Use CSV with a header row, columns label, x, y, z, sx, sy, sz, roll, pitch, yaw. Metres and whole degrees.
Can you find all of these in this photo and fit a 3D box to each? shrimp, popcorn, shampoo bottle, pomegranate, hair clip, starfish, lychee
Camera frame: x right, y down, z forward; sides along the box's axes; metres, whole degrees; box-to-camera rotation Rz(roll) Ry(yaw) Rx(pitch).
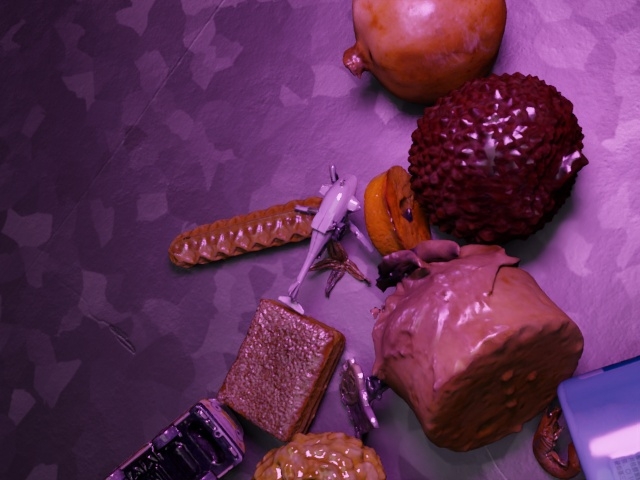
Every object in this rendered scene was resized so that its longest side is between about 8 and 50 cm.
label,x,y,z,sx,sy,sz,roll,pitch,yaw
shrimp,0.412,0.358,1.324,0.045,0.162,0.095,-16,39,-18
popcorn,-0.003,0.470,1.385,0.270,0.224,0.258,22,90,33
shampoo bottle,0.583,0.326,1.172,0.342,0.331,0.331,-22,78,14
pomegranate,0.202,-0.394,1.402,0.307,0.307,0.307,-2,83,17
hair clip,0.078,0.291,1.424,0.056,0.187,0.146,-6,66,-25
starfish,0.044,0.054,1.525,0.130,0.041,0.133,25,113,2
lychee,0.308,-0.145,1.338,0.330,0.306,0.306,15,87,41

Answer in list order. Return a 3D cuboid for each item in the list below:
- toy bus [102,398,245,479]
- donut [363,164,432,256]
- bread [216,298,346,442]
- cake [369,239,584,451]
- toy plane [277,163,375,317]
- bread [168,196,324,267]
label,x,y,z,sx,sy,sz,roll,pitch,yaw
toy bus,-0.287,0.443,1.501,0.305,0.179,0.143,-41,88,9
donut,0.142,-0.044,1.439,0.074,0.174,0.190,-21,70,32
bread,-0.073,0.255,1.499,0.184,0.110,0.234,25,89,21
cake,0.240,0.153,1.333,0.332,0.332,0.321,-42,48,8
toy plane,-0.010,-0.004,1.439,0.273,0.107,0.182,-45,73,6
bread,-0.147,-0.015,1.571,0.367,0.084,0.077,-14,120,16
